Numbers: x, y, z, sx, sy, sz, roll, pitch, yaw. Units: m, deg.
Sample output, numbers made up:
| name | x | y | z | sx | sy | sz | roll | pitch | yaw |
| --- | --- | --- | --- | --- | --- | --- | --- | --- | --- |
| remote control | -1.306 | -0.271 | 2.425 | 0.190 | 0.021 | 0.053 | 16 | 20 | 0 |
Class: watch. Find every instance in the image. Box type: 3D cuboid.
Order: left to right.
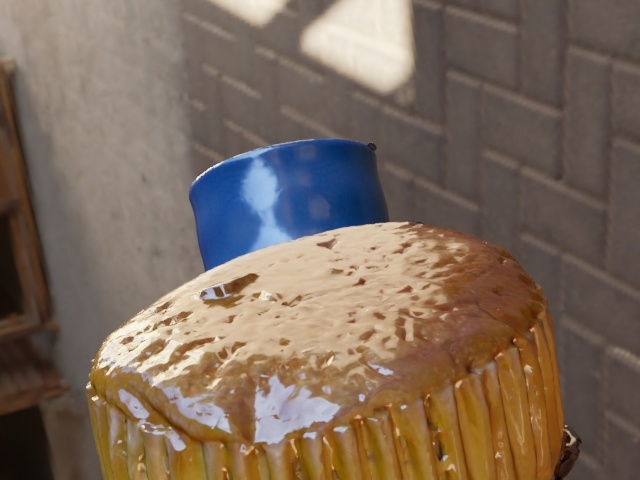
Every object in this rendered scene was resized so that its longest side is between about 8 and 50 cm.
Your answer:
| name | x | y | z | sx | sy | sz | roll | pitch | yaw |
| --- | --- | --- | --- | --- | --- | --- | --- | --- | --- |
| watch | -0.009 | -0.003 | 1.169 | 0.200 | 0.196 | 0.171 | 57 | -170 | -71 |

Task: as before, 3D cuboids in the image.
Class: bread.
| name | x | y | z | sx | sy | sz | roll | pitch | yaw |
| --- | --- | --- | --- | --- | --- | --- | --- | --- | --- |
| bread | 0.004 | 0.061 | 0.563 | 0.199 | 0.199 | 0.104 | -147 | 44 | -62 |
